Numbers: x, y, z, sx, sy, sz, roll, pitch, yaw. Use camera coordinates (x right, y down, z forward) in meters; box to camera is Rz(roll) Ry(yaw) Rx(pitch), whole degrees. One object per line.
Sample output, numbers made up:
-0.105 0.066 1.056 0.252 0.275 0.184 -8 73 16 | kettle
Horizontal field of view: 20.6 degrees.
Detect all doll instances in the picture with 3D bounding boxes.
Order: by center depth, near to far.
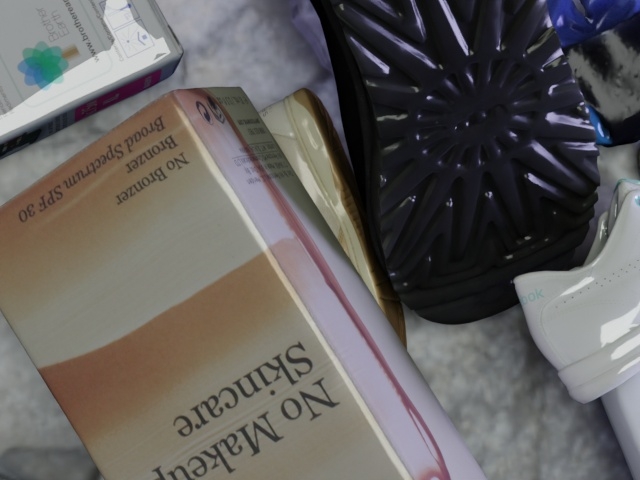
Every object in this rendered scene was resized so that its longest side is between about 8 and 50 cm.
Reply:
0.175 -0.118 1.057 0.129 0.046 0.189 -28 86 -10 | doll

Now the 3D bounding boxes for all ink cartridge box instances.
-0.257 -0.112 0.985 0.311 0.065 0.185 -27 87 -13 | ink cartridge box

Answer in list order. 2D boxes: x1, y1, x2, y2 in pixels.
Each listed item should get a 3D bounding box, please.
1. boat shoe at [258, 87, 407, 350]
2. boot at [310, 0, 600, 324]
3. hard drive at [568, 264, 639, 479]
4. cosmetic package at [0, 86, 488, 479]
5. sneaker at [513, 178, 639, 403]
0.000 0.000 1.013 0.059 0.063 0.170 -21 86 12 | boat shoe
0.043 -0.146 0.990 0.131 0.348 0.260 -20 43 -5 | boot
0.303 0.148 0.977 0.233 0.047 0.353 -14 64 -10 | hard drive
-0.039 0.080 0.932 0.153 0.129 0.296 -34 87 14 | cosmetic package
0.204 -0.002 0.972 0.212 0.080 0.094 -31 81 -17 | sneaker
